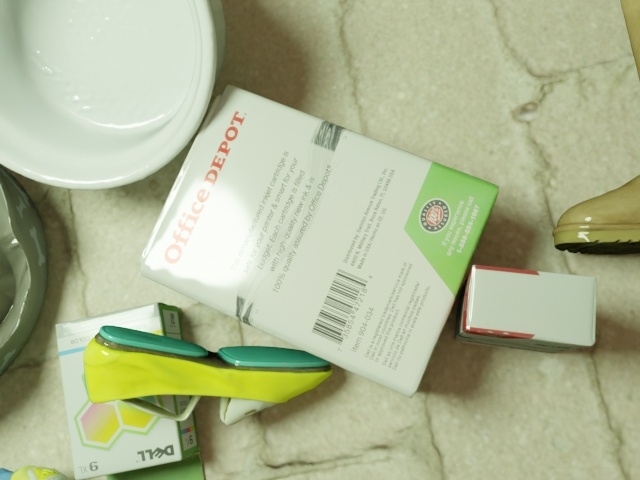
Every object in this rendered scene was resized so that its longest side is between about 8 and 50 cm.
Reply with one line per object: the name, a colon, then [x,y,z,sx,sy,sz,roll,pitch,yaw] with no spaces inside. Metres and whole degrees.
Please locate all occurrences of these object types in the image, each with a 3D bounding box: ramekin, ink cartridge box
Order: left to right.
ramekin: [-0.223,-0.200,0.598,0.277,0.135,0.277,2,114,4]
ink cartridge box: [-0.187,0.175,0.619,0.109,0.062,0.209,-12,80,5]
ink cartridge box: [0.000,0.000,0.594,0.273,0.115,0.198,23,84,11]
ink cartridge box: [0.174,0.064,0.548,0.099,0.135,0.056,6,78,9]

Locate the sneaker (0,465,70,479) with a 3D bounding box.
sneaker: [-0.313,0.338,0.611,0.126,0.091,0.240,6,81,28]

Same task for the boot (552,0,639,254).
boot: [0.321,-0.126,0.588,0.236,0.089,0.269,-4,80,-3]

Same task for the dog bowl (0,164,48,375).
dog bowl: [-0.458,0.034,0.663,0.348,0.102,0.349,-1,81,7]

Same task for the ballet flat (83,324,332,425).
ballet flat: [-0.103,0.132,0.579,0.231,0.077,0.077,11,91,-22]
